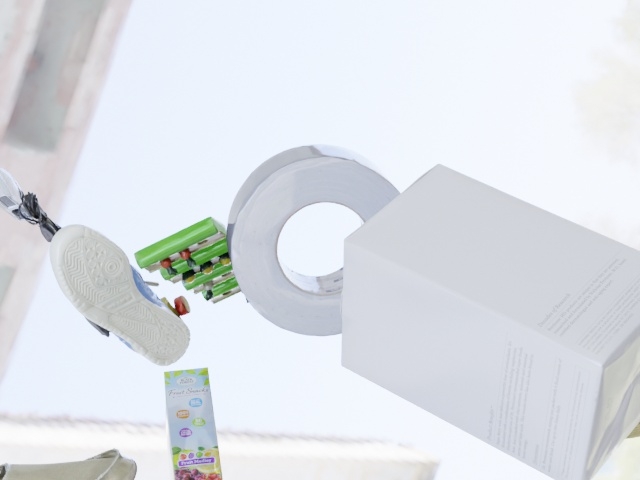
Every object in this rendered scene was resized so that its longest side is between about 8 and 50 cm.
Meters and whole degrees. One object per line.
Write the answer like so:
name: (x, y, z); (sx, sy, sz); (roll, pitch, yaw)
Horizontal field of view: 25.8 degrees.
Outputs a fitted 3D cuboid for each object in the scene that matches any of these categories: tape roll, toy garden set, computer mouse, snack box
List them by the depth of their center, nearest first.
tape roll: (0.000, 0.000, 1.648); (0.072, 0.219, 0.219); (-117, 43, -71)
toy garden set: (-0.173, 0.061, 1.772); (0.049, 0.203, 0.244); (69, -167, 19)
computer mouse: (-0.399, -0.061, 1.798); (0.042, 0.193, 0.106); (-52, -36, -10)
snack box: (-0.174, 0.309, 1.922); (0.207, 0.070, 0.175); (-102, 11, -47)

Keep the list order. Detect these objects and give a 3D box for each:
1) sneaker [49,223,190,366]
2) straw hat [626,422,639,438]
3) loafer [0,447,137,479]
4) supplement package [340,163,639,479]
sneaker: (-0.168, 0.034, 1.075); (0.058, 0.084, 0.152); (-51, -50, -10)
straw hat: (0.372, 0.178, 1.616); (0.144, 0.144, 0.061); (83, 172, -64)
loafer: (-0.359, 0.316, 1.728); (0.102, 0.268, 0.092); (-140, 29, -72)
supplement package: (0.185, 0.079, 1.400); (0.175, 0.293, 0.178); (-39, -37, -38)
